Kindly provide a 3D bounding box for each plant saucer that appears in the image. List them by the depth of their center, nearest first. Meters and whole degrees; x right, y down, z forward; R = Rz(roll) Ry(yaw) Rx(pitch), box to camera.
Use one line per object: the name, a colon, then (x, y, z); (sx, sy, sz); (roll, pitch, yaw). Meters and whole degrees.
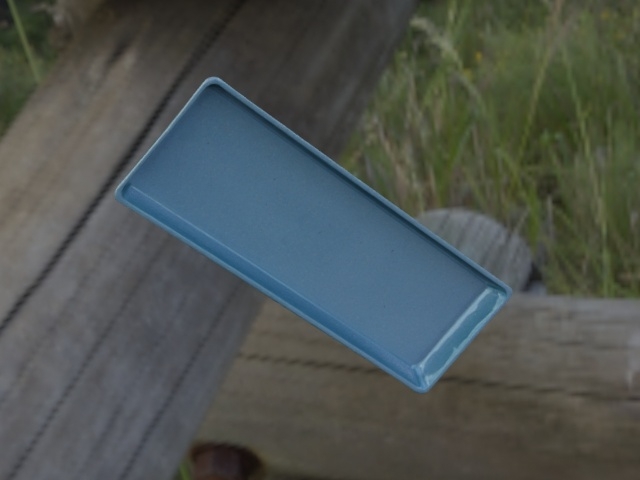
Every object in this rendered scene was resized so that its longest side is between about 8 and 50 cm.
plant saucer: (0.000, 0.000, 0.720); (0.067, 0.192, 0.018); (-50, 33, 10)
